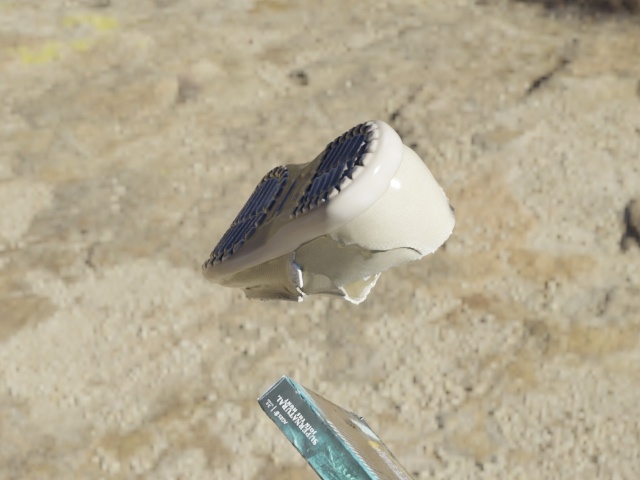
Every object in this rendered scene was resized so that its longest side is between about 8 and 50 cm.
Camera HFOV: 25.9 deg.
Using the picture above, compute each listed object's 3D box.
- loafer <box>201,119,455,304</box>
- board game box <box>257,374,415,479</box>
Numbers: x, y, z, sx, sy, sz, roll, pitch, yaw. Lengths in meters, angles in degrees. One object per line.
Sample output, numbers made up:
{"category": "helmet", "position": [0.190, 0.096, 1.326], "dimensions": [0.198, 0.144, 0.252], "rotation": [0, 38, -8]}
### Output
{"category": "loafer", "position": [0.000, 0.000, 0.951], "dimensions": [0.102, 0.092, 0.268], "rotation": [-57, 14, -21]}
{"category": "board game box", "position": [0.034, 0.153, 0.887], "dimensions": [0.026, 0.186, 0.126], "rotation": [-43, 67, 2]}
